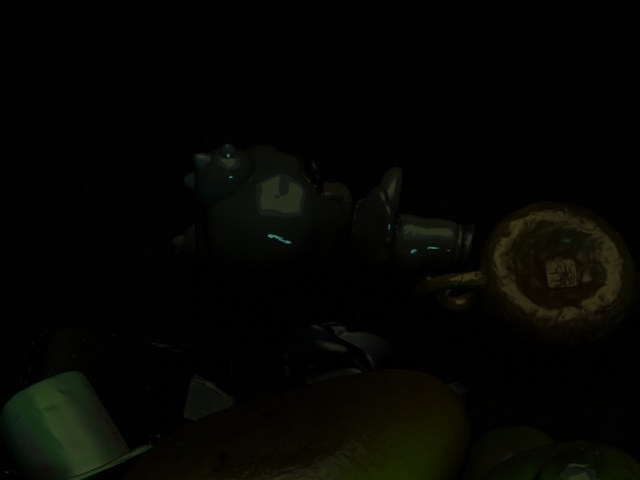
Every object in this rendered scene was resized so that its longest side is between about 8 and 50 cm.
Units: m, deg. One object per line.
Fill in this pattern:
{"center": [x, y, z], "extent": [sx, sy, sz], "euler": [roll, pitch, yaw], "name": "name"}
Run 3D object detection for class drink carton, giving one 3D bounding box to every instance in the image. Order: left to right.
{"center": [-0.269, 0.231, 1.876], "extent": [0.146, 0.144, 0.142], "euler": [-23, 59, -25], "name": "drink carton"}

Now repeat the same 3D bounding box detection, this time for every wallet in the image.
{"center": [-0.231, 0.199, 2.041], "extent": [0.262, 0.071, 0.221], "euler": [7, 32, -2], "name": "wallet"}

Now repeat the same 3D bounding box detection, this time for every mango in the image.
{"center": [-0.021, 0.263, 1.795], "extent": [0.445, 0.221, 0.301], "euler": [-23, 11, -40], "name": "mango"}
{"center": [0.209, 0.282, 1.916], "extent": [0.122, 0.085, 0.191], "euler": [18, 45, 6], "name": "mango"}

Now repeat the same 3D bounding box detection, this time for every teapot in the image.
{"center": [0.279, 0.066, 2.189], "extent": [0.311, 0.167, 0.203], "euler": [-5, 66, -7], "name": "teapot"}

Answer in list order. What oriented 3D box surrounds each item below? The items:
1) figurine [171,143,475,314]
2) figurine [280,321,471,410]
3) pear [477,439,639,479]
{"center": [0.001, 0.000, 2.238], "extent": [0.380, 0.248, 0.203], "euler": [11, 55, -6], "name": "figurine"}
{"center": [0.048, 0.175, 2.025], "extent": [0.222, 0.145, 0.145], "euler": [22, 38, 27], "name": "figurine"}
{"center": [0.223, 0.303, 1.699], "extent": [0.286, 0.282, 0.176], "euler": [7, 42, 9], "name": "pear"}
